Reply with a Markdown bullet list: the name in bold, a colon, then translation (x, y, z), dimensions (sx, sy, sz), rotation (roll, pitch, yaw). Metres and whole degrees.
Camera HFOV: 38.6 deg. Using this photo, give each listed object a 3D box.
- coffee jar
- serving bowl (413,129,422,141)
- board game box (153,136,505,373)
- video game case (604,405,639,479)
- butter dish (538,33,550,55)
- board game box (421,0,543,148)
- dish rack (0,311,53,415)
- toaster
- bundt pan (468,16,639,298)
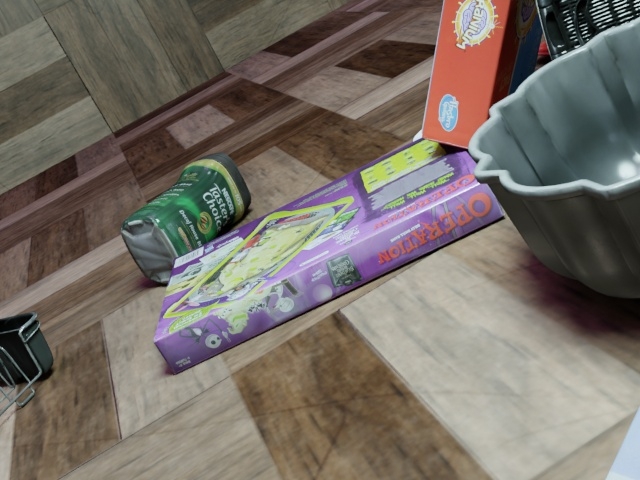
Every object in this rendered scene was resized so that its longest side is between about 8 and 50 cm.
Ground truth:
- **coffee jar**: translation (-0.162, -0.033, 1.148), dimensions (0.079, 0.096, 0.184), rotation (-10, 27, 34)
- **serving bowl**: translation (0.150, -0.120, 1.055), dimensions (0.083, 0.027, 0.083), rotation (-25, 20, 10)
- **board game box**: translation (0.000, 0.000, 0.936), dimensions (0.346, 0.056, 0.208), rotation (-26, 16, 7)
- **video game case**: translation (0.215, 0.099, 0.272), dimensions (0.269, 0.061, 0.244), rotation (9, 65, 58)
- **butter dish**: translation (0.340, -0.303, 1.123), dimensions (0.160, 0.118, 0.160), rotation (-32, 21, -9)
- **board game box**: translation (0.192, -0.277, 0.937), dimensions (0.064, 0.317, 0.242), rotation (16, 27, 18)
- **dish rack**: translation (-0.426, 0.192, 0.974), dimensions (0.208, 0.074, 0.271), rotation (-15, 24, 34)
- **toaster**: translation (0.294, -0.197, 0.861), dimensions (0.185, 0.168, 0.110), rotation (-20, 19, 18)
- **bundt pan**: translation (0.277, -0.070, 0.633), dimensions (0.330, 0.124, 0.331), rotation (-24, 21, 10)
